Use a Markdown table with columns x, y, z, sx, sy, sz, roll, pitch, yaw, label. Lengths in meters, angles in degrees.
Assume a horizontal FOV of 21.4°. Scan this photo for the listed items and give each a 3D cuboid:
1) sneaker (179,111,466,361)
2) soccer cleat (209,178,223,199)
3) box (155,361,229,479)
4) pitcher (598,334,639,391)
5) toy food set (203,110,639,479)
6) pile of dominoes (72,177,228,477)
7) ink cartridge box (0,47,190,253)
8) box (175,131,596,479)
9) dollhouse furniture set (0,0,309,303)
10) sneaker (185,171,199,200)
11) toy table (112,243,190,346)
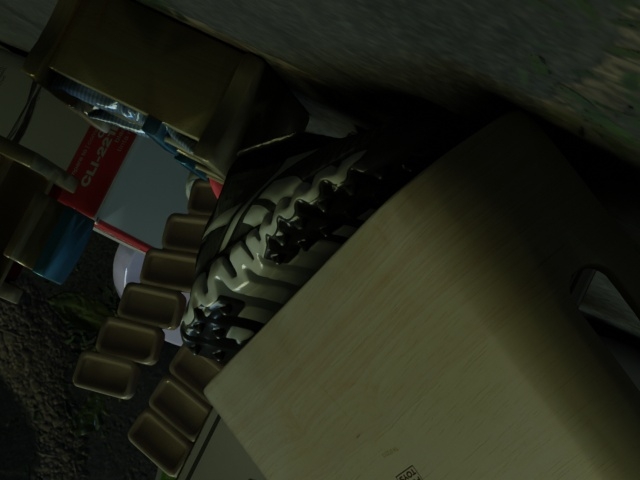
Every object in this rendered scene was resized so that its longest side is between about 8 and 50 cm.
| x | y | z | sx | sy | sz | roll | pitch | yaw | label |
| --- | --- | --- | --- | --- | --- | --- | --- | --- | --- |
| -0.006 | -0.024 | 0.901 | 0.078 | 0.106 | 0.234 | 16 | 146 | -27 | sneaker |
| 0.038 | -0.003 | 1.139 | 0.248 | 0.083 | 0.095 | 24 | 179 | 14 | soccer cleat |
| 0.021 | 0.133 | 1.278 | 0.262 | 0.231 | 0.127 | -5 | 153 | 34 | box |
| 0.197 | 0.113 | 1.344 | 0.207 | 0.125 | 0.178 | 39 | 171 | 49 | pitcher |
| 0.078 | 0.099 | 0.822 | 0.219 | 0.092 | 0.306 | 54 | 146 | 8 | toy food set |
| -0.056 | 0.054 | 1.249 | 0.196 | 0.251 | 0.040 | 35 | -176 | 35 | pile of dominoes |
| -0.194 | -0.066 | 1.546 | 0.273 | 0.114 | 0.197 | 22 | 174 | 44 | ink cartridge box |
| 0.031 | 0.102 | 1.007 | 0.169 | 0.290 | 0.087 | 25 | 177 | 9 | box |
| -0.115 | -0.033 | 0.995 | 0.129 | 0.183 | 0.129 | 26 | 175 | 17 | dollhouse furniture set |
| 0.000 | 0.000 | 1.369 | 0.237 | 0.085 | 0.086 | 27 | 171 | -29 | sneaker |
| -0.068 | 0.074 | 1.740 | 0.274 | 0.252 | 0.161 | 5 | -150 | -45 | toy table |
